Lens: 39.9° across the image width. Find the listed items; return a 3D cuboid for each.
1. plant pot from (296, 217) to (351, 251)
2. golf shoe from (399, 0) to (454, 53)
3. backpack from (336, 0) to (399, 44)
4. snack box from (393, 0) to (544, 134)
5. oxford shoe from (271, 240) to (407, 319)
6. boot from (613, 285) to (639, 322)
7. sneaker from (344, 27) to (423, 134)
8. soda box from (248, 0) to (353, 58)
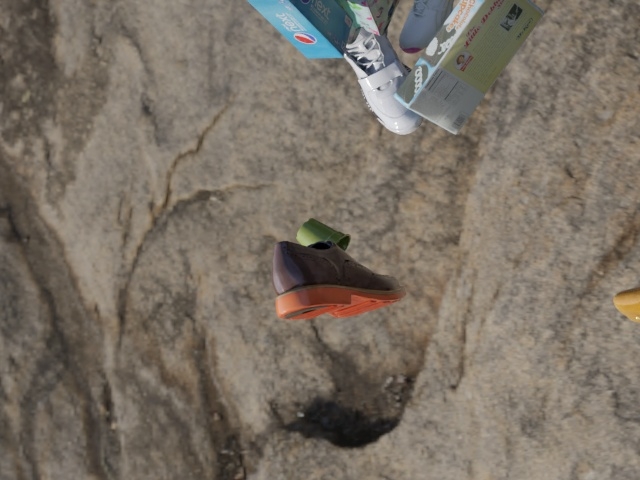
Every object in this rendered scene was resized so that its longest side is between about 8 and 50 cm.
[{"bbox_3d":[0.000,0.000,1.628,0.079,0.083,0.083,38,113,17],"label":"plant pot"},{"bbox_3d":[0.265,-0.587,2.066,0.115,0.140,0.306,37,95,45],"label":"golf shoe"},{"bbox_3d":[0.052,-0.480,1.479,0.191,0.225,0.253,15,82,15],"label":"backpack"},{"bbox_3d":[0.316,-0.395,1.867,0.322,0.187,0.060,-54,48,16],"label":"snack box"},{"bbox_3d":[0.032,0.045,1.151,0.097,0.271,0.098,-21,76,27],"label":"oxford shoe"},{"bbox_3d":[0.578,0.097,1.462,0.211,0.295,0.104,-6,72,48],"label":"boot"},{"bbox_3d":[0.108,-0.415,2.017,0.137,0.210,0.366,-28,76,22],"label":"sneaker"},{"bbox_3d":[-0.034,-0.347,1.302,0.071,0.210,0.067,6,75,32],"label":"soda box"}]
